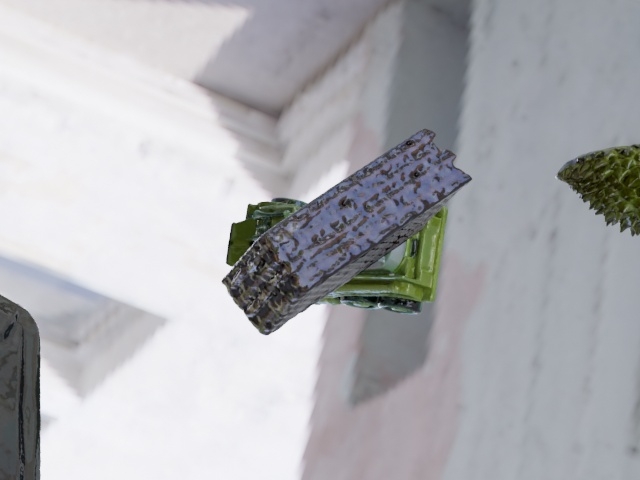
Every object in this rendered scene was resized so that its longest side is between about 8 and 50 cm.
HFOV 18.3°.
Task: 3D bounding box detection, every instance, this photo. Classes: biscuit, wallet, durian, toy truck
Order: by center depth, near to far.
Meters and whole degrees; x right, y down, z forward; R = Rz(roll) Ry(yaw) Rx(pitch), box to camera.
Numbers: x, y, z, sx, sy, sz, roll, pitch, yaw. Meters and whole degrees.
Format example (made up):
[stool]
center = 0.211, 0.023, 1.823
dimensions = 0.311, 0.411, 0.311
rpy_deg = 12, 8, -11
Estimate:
[wallet]
center = -0.279, 0.108, 1.492
dimensions = 0.052, 0.168, 0.245
rpy_deg = -44, -149, 22
[biscuit]
center = 0.027, -0.011, 1.821
dimensions = 0.252, 0.070, 0.106
rpy_deg = -34, 172, -37
[durian]
center = 0.363, -0.051, 2.039
dimensions = 0.137, 0.220, 0.096
rpy_deg = -12, -97, 62
[toy truck]
center = 0.000, 0.001, 2.056
dimensions = 0.259, 0.135, 0.128
rpy_deg = -1, -105, 46
